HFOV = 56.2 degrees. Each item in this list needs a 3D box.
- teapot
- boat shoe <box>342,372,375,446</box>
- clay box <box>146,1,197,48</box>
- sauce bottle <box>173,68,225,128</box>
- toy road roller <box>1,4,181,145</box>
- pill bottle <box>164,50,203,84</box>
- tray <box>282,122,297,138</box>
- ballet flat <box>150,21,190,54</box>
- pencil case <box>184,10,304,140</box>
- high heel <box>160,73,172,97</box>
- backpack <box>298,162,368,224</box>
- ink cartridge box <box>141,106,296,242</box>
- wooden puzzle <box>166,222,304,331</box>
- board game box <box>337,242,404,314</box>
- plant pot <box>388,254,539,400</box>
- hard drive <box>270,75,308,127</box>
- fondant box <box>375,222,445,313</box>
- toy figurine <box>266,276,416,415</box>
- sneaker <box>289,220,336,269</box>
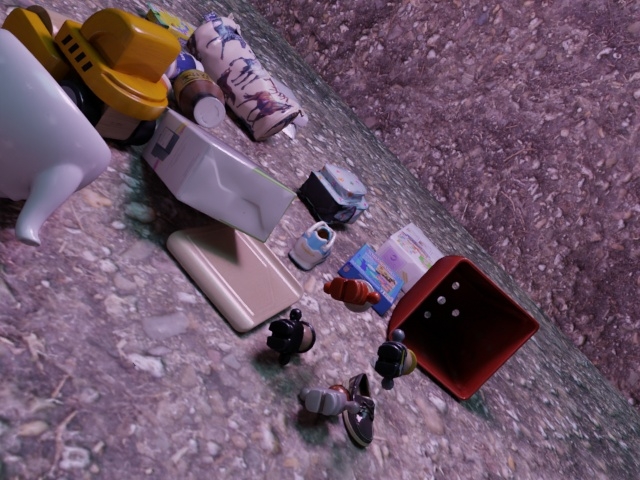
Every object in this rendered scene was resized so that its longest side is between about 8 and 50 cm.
[{"bbox_3d":[-0.433,-0.148,0.822,0.253,0.187,0.256,55,-13,-27],"label":"teapot"},{"bbox_3d":[0.073,0.300,1.087,0.056,0.049,0.152,34,23,-27],"label":"boat shoe"},{"bbox_3d":[-0.469,-0.682,1.950,0.222,0.053,0.127,10,40,-55],"label":"clay box"},{"bbox_3d":[-0.288,-0.340,1.447,0.111,0.111,0.344,33,9,-29],"label":"sauce bottle"},{"bbox_3d":[-0.416,-0.354,1.145,0.330,0.240,0.202,51,21,17],"label":"toy road roller"},{"bbox_3d":[-0.390,-0.467,1.624,0.094,0.094,0.169,48,20,10],"label":"pill bottle"},{"bbox_3d":[-0.183,-0.472,2.123,0.270,0.030,0.145,40,20,-12],"label":"tray"},{"bbox_3d":[-0.437,-0.560,1.754,0.203,0.074,0.074,41,20,-27],"label":"ballet flat"},{"bbox_3d":[-0.229,-0.490,1.820,0.410,0.183,0.160,52,9,5],"label":"pencil case"},{"bbox_3d":[-0.468,-0.417,1.434,0.117,0.082,0.244,38,14,35],"label":"high heel"},{"bbox_3d":[0.052,-0.131,1.755,0.166,0.144,0.188,49,17,28],"label":"backpack"},{"bbox_3d":[-0.223,-0.144,1.203,0.207,0.119,0.353,29,6,-35],"label":"ink cartridge box"},{"bbox_3d":[-0.156,0.059,1.139,0.221,0.044,0.238,48,25,8],"label":"wooden puzzle"},{"bbox_3d":[0.141,0.099,1.610,0.160,0.047,0.210,45,21,4],"label":"board game box"},{"bbox_3d":[0.339,0.190,1.542,0.267,0.267,0.236,41,9,-11],"label":"plant pot"},{"bbox_3d":[-0.212,-0.548,2.104,0.353,0.047,0.233,25,27,-40],"label":"hard drive"},{"bbox_3d":[0.310,0.077,1.909,0.238,0.096,0.330,47,19,7],"label":"fondant box"},{"bbox_3d":[0.037,0.183,1.028,0.210,0.213,0.148,55,6,18],"label":"toy figurine"},{"bbox_3d":[0.000,0.000,1.469,0.087,0.092,0.229,42,19,-2],"label":"sneaker"}]
